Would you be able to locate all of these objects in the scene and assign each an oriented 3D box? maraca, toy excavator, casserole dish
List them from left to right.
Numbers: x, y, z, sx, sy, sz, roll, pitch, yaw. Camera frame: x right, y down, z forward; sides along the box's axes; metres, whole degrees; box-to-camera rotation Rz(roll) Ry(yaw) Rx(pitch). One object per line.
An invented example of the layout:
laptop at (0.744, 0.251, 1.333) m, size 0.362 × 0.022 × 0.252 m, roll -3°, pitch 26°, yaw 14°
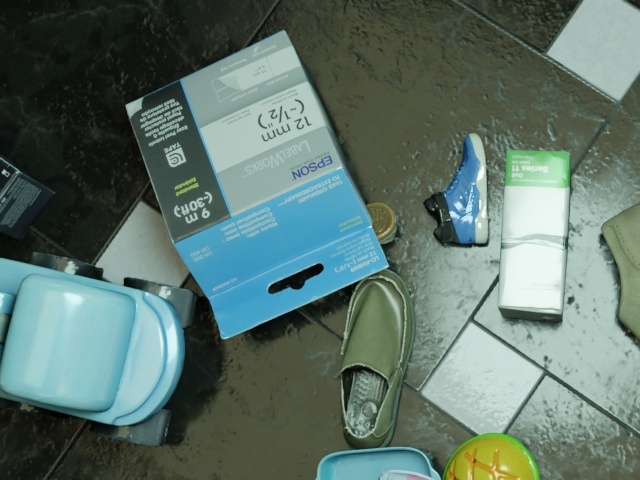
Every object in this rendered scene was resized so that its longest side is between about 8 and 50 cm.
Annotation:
toy excavator at (-0.405, 0.109, 1.847) m, size 0.433 × 0.445 × 0.222 m, roll 13°, pitch 84°, yaw 10°
casserole dish at (0.080, 0.330, 1.928) m, size 0.188 × 0.037 × 0.114 m, roll -9°, pitch 90°, yaw 25°
maraca at (0.209, 0.332, 1.905) m, size 0.186 × 0.099 × 0.127 m, roll -46°, pitch 65°, yaw 25°

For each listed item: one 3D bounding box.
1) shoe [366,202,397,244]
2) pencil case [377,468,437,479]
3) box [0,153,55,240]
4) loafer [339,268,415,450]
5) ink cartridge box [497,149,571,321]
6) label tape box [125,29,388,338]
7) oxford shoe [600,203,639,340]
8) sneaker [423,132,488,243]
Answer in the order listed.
shoe at (0.000, 0.000, 1.998) m, size 0.219 × 0.058 × 0.076 m, roll -10°, pitch 72°, yaw 9°
pencil case at (0.082, 0.427, 1.854) m, size 0.124 × 0.113 × 0.273 m, roll 32°, pitch 110°, yaw 29°
box at (-0.478, -0.087, 2.031) m, size 0.156 × 0.158 × 0.093 m, roll 34°, pitch 88°, yaw 12°
loafer at (0.074, 0.160, 1.949) m, size 0.094 × 0.087 × 0.251 m, roll 2°, pitch 83°, yaw 9°
ink cartridge box at (0.282, -0.003, 1.907) m, size 0.087 × 0.153 × 0.208 m, roll 3°, pitch 82°, yaw 10°
label tape box at (-0.088, -0.077, 1.953) m, size 0.249 × 0.115 × 0.348 m, roll -24°, pitch 62°, yaw 5°
oxford shoe at (0.468, 0.115, 1.902) m, size 0.130 × 0.123 × 0.348 m, roll -19°, pitch 82°, yaw 35°
sneaker at (0.182, -0.070, 1.979) m, size 0.084 × 0.058 × 0.152 m, roll -2°, pitch 89°, yaw 0°
